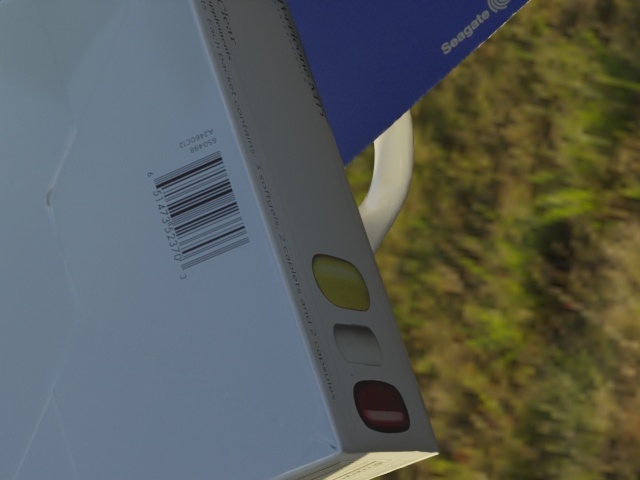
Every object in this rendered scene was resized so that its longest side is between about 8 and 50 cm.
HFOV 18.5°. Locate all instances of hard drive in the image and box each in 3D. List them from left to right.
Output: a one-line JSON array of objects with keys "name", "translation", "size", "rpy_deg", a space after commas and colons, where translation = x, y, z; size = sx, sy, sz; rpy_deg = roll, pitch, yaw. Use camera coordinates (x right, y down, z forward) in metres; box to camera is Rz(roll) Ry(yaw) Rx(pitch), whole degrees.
[{"name": "hard drive", "translation": [-0.001, -0.213, 1.236], "size": [0.210, 0.318, 0.040], "rpy_deg": [-42, 40, -7]}]

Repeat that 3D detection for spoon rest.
[{"name": "spoon rest", "translation": [0.000, 0.000, 1.329], "size": [0.137, 0.084, 0.276], "rpy_deg": [-18, 45, 55]}]

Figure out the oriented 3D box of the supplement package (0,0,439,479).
[{"name": "supplement package", "translation": [-0.091, 0.016, 0.964], "size": [0.145, 0.204, 0.262], "rpy_deg": [16, -126, -69]}]
